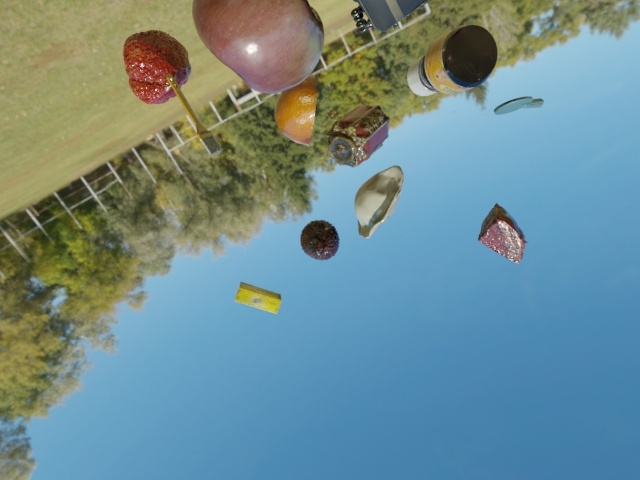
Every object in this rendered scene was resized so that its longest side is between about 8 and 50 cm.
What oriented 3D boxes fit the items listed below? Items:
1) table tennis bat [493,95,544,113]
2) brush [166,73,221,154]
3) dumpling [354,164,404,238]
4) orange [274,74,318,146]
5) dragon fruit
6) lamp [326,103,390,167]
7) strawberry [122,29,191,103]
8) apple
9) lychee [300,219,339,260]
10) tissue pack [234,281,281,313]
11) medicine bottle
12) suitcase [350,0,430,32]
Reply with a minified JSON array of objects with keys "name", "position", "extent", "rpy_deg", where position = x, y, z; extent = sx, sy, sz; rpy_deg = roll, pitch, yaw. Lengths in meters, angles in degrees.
[{"name":"table tennis bat","position":[0.827,-0.561,1.882],"extent":[0.237,0.038,0.149],"rpy_deg":[-12,174,-21]},{"name":"brush","position":[-0.395,-0.389,1.406],"extent":[0.013,0.272,0.103],"rpy_deg":[-27,-167,15]},{"name":"dumpling","position":[0.247,-0.151,1.956],"extent":[0.341,0.181,0.260],"rpy_deg":[-21,-129,36]},{"name":"orange","position":[-0.073,-0.546,1.935],"extent":[0.274,0.274,0.310],"rpy_deg":[-21,166,21]},{"name":"dragon fruit","position":[0.563,-0.026,1.366],"extent":[0.120,0.161,0.127],"rpy_deg":[-53,179,-41]},{"name":"lamp","position":[0.132,-0.368,1.586],"extent":[0.177,0.177,0.274],"rpy_deg":[-10,-154,42]},{"name":"strawberry","position":[-0.584,-0.633,1.670],"extent":[0.238,0.250,0.288],"rpy_deg":[-35,-138,-30]},{"name":"apple","position":[-0.133,-0.487,1.043],"extent":[0.235,0.306,0.305],"rpy_deg":[-42,-162,12]},{"name":"lychee","position":[0.000,0.000,1.989],"extent":[0.188,0.188,0.188],"rpy_deg":[-25,-159,10]},{"name":"tissue pack","position":[-0.246,0.225,1.809],"extent":[0.095,0.176,0.062],"rpy_deg":[-122,-128,-78]},{"name":"medicine bottle","position":[0.528,-0.718,1.887],"extent":[0.242,0.242,0.395],"rpy_deg":[-32,-169,-8]},{"name":"suitcase","position":[0.237,-0.793,1.251],"extent":[0.434,0.283,0.194],"rpy_deg":[-30,-124,19]}]
